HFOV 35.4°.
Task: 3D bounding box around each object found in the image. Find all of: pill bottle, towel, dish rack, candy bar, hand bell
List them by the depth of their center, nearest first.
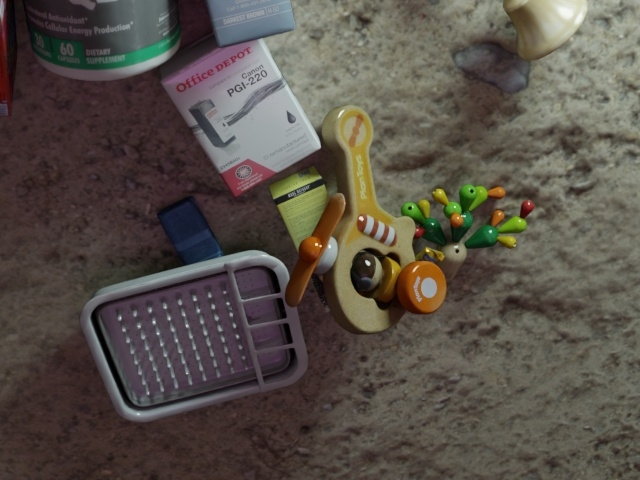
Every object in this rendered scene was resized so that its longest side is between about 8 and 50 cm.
[{"bbox_3d":[-0.290,-0.403,1.259,0.204,0.204,0.361,-7,127,-8],"label":"pill bottle"},{"bbox_3d":[0.264,-0.387,1.456,0.242,0.126,0.126,39,103,-24],"label":"hand bell"},{"bbox_3d":[-0.207,-0.009,1.599,0.067,0.029,0.119,-25,119,2],"label":"towel"},{"bbox_3d":[-0.202,0.148,1.637,0.332,0.072,0.286,-15,127,-4],"label":"dish rack"},{"bbox_3d":[0.149,0.055,1.673,0.040,0.018,0.161,24,141,-19],"label":"candy bar"}]

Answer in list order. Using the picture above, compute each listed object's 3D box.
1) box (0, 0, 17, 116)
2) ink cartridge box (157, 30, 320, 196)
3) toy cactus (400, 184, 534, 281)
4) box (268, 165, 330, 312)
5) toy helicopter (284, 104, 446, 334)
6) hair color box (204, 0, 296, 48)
[{"bbox_3d":[-0.464,-0.275,1.291,0.128,0.123,0.257,3,157,-12],"label":"box"},{"bbox_3d":[-0.120,-0.200,1.489,0.158,0.092,0.218,-30,116,4],"label":"ink cartridge box"},{"bbox_3d":[0.235,-0.007,1.659,0.218,0.112,0.181,-1,126,-20],"label":"toy cactus"},{"bbox_3d":[0.000,0.000,1.629,0.087,0.058,0.232,-25,117,0],"label":"box"},{"bbox_3d":[0.047,-0.030,1.544,0.235,0.140,0.355,-10,92,-34],"label":"toy helicopter"},{"bbox_3d":[-0.133,-0.463,1.304,0.113,0.185,0.375,-15,118,-3],"label":"hair color box"}]
